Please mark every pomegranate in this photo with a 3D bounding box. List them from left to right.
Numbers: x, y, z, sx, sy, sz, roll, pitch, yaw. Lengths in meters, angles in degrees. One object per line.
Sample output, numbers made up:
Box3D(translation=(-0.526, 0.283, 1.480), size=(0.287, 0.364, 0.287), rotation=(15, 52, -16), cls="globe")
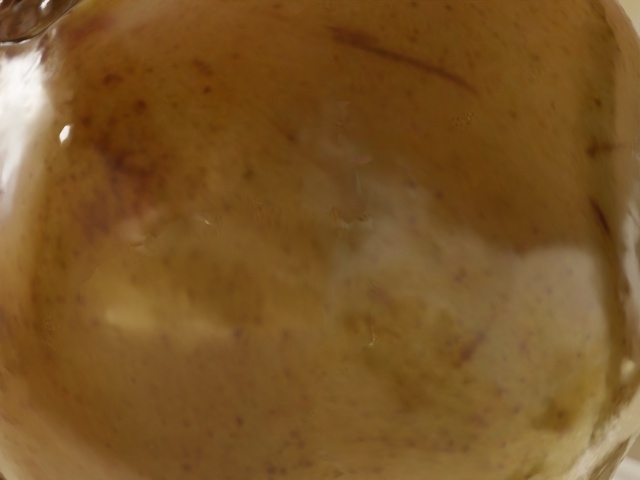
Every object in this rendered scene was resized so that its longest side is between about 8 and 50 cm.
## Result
Box3D(translation=(0.000, 0.000, 0.449), size=(0.264, 0.264, 0.264), rotation=(15, -167, -3), cls="pomegranate")

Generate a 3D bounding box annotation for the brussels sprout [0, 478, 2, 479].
Box3D(translation=(-0.251, 0.047, 0.795), size=(0.355, 0.281, 0.289), rotation=(57, -178, -8), cls="brussels sprout")
